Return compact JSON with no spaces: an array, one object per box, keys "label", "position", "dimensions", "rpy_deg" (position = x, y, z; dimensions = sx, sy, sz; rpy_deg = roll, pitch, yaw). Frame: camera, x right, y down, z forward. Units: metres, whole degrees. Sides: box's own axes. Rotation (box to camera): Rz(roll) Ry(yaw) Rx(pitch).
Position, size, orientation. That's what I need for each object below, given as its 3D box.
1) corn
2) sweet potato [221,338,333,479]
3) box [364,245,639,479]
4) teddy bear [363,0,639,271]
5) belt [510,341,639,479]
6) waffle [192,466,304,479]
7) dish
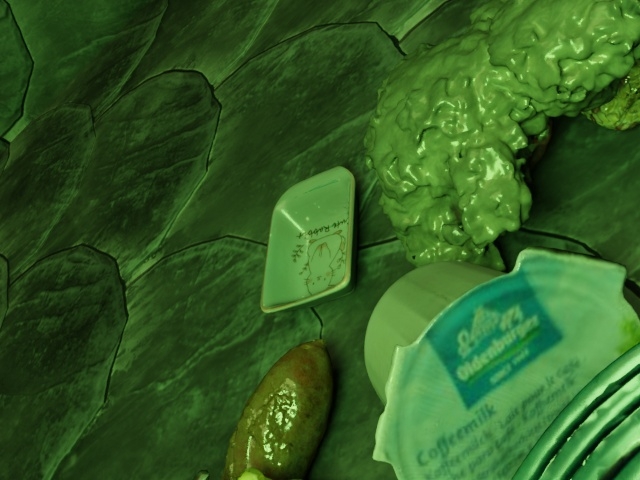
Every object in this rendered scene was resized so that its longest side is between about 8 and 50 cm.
[{"label":"corn","position":[0.317,-0.235,0.958],"dimensions":[0.098,0.098,0.290],"rpy_deg":[-40,40,13]},{"label":"sweet potato","position":[-0.069,0.297,0.913],"dimensions":[0.109,0.109,0.385],"rpy_deg":[2,68,45]},{"label":"box","position":[0.171,0.139,0.732],"dimensions":[0.262,0.291,0.206],"rpy_deg":[-38,17,-4]},{"label":"teddy bear","position":[0.215,-0.152,0.846],"dimensions":[0.367,0.224,0.357],"rpy_deg":[-26,45,44]},{"label":"belt","position":[0.277,0.241,0.503],"dimensions":[0.300,0.173,0.437],"rpy_deg":[37,106,34]},{"label":"waffle","position":[-0.062,0.441,0.746],"dimensions":[0.379,0.095,0.382],"rpy_deg":[30,83,33]},{"label":"dish","position":[0.000,0.000,1.102],"dimensions":[0.154,0.064,0.234],"rpy_deg":[-20,49,32]}]
